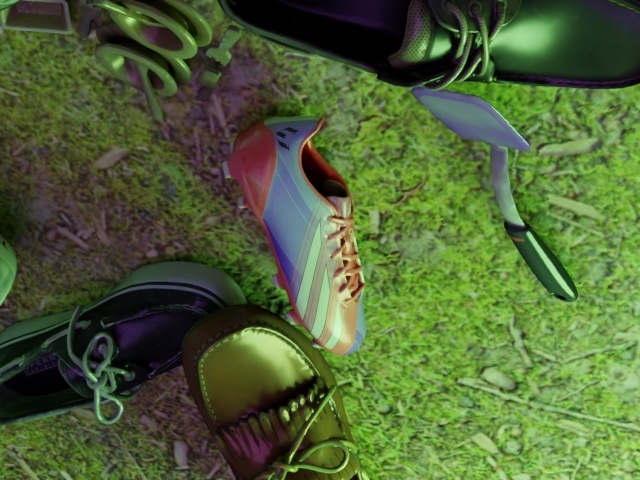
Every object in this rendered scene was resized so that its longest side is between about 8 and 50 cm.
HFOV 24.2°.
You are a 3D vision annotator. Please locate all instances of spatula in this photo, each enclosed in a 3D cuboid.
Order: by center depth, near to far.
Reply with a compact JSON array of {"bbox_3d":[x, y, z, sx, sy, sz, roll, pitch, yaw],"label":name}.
[{"bbox_3d":[0.156,-0.034,1.226,0.084,0.030,0.296,17,152,40],"label":"spatula"}]

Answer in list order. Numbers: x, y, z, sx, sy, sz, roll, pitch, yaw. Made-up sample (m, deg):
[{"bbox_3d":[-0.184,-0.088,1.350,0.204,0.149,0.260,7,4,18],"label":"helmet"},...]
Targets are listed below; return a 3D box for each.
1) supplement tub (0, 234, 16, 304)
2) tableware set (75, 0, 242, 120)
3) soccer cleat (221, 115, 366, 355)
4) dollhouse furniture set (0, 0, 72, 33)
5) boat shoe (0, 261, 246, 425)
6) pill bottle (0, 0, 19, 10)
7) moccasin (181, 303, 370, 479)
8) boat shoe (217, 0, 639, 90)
[{"bbox_3d":[-0.445,-0.022,1.339,0.193,0.194,0.316,-29,116,32],"label":"supplement tub"},{"bbox_3d":[-0.140,-0.152,1.183,0.128,0.039,0.194,28,165,-7],"label":"tableware set"},{"bbox_3d":[0.000,0.000,1.308,0.095,0.083,0.248,-15,120,20],"label":"soccer cleat"},{"bbox_3d":[-0.270,-0.195,1.223,0.114,0.081,0.091,6,129,11],"label":"dollhouse furniture set"},{"bbox_3d":[-0.212,0.110,1.434,0.306,0.105,0.113,-14,123,25],"label":"boat shoe"},{"bbox_3d":[-0.341,-0.236,1.107,0.363,0.210,0.210,-21,120,27],"label":"pill bottle"},{"bbox_3d":[-0.028,0.218,1.422,0.139,0.147,0.380,-20,124,-5],"label":"moccasin"},{"bbox_3d":[0.086,-0.163,1.115,0.355,0.130,0.132,11,130,8],"label":"boat shoe"}]
